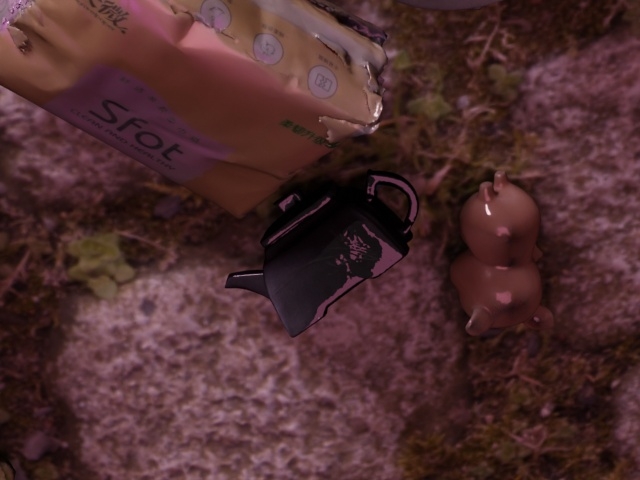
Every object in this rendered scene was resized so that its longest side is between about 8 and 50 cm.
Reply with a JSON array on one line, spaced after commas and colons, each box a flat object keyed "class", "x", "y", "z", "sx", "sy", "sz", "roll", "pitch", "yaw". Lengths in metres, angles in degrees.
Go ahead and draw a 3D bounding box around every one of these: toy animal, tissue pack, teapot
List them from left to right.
[{"class": "tissue pack", "x": -0.104, "y": -0.141, "z": 1.433, "sx": 0.257, "sy": 0.123, "sz": 0.215, "roll": 31, "pitch": 143, "yaw": -21}, {"class": "teapot", "x": 0.000, "y": 0.000, "z": 1.587, "sx": 0.177, "sy": 0.087, "sz": 0.096, "roll": -36, "pitch": 96, "yaw": 13}, {"class": "toy animal", "x": 0.148, "y": 0.013, "z": 1.612, "sx": 0.084, "sy": 0.089, "sz": 0.150, "roll": -8, "pitch": 113, "yaw": 1}]

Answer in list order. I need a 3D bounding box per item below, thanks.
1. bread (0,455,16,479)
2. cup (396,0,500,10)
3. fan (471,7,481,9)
[{"class": "bread", "x": -0.401, "y": 0.208, "z": 1.608, "sx": 0.262, "sy": 0.162, "sz": 0.204, "roll": -30, "pitch": 110, "yaw": -6}, {"class": "cup", "x": 0.086, "y": -0.345, "z": 1.304, "sx": 0.347, "sy": 0.163, "sz": 0.347, "roll": -21, "pitch": 130, "yaw": -27}, {"class": "fan", "x": 0.202, "y": -0.328, "z": 1.454, "sx": 0.294, "sy": 0.012, "sz": 0.223, "roll": -26, "pitch": 121, "yaw": 7}]
